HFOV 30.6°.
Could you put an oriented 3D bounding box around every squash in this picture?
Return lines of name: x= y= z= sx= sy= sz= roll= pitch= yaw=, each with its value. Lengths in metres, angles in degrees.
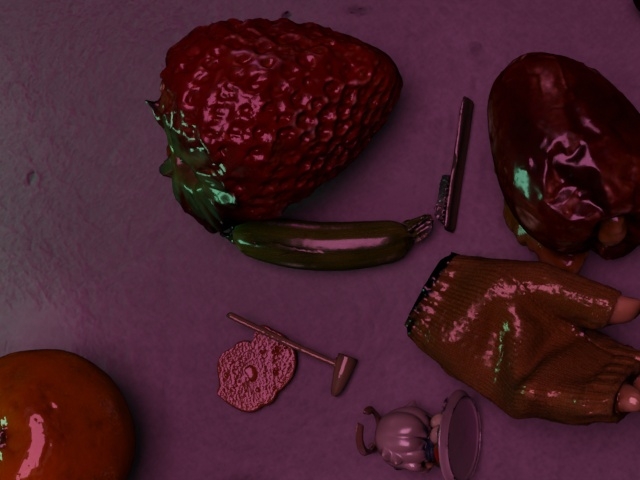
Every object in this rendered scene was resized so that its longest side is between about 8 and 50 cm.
squash: x=0.001 y=0.003 z=1.648 sx=0.318 sy=0.071 sz=0.080 roll=-1 pitch=79 yaw=15

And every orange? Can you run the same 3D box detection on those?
orange: x=-0.387 y=0.279 z=1.624 sx=0.261 sy=0.261 sz=0.261 roll=-3 pitch=80 yaw=15

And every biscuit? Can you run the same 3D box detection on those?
biscuit: x=-0.092 y=0.185 z=1.669 sx=0.130 sy=0.019 sz=0.102 roll=-43 pitch=73 yaw=4

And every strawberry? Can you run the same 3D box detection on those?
strawberry: x=-0.078 y=-0.183 z=1.608 sx=0.292 sy=0.292 sz=0.310 roll=39 pitch=66 yaw=18

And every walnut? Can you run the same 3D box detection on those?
walnut: x=0.319 y=-0.100 z=1.524 sx=0.222 sy=0.244 sz=0.269 roll=-8 pitch=67 yaw=-25

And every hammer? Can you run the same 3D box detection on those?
hammer: x=-0.048 y=0.154 z=1.642 sx=0.195 sy=0.028 sz=0.060 roll=24 pitch=87 yaw=8

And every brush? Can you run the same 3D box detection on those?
brush: x=0.186 y=-0.107 z=1.639 sx=0.027 sy=0.034 sz=0.190 roll=6 pitch=83 yaw=33

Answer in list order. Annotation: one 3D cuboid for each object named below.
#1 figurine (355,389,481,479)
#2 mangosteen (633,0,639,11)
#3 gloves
figurine: x=0.122 y=0.257 z=1.555 sx=0.154 sy=0.132 sz=0.132 roll=-1 pitch=80 yaw=29
mangosteen: x=0.463 y=-0.335 z=1.578 sx=0.081 sy=0.081 sz=0.081 roll=-3 pitch=80 yaw=15
gloves: x=0.281 y=0.132 z=1.505 sx=0.356 sy=0.155 sz=0.203 roll=25 pitch=80 yaw=33
